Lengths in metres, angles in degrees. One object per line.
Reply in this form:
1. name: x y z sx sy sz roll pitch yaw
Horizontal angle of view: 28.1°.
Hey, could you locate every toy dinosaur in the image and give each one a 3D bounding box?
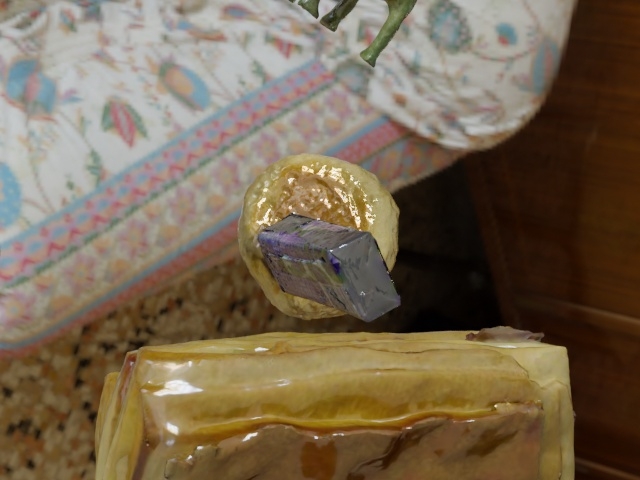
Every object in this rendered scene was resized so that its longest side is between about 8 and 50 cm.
1. toy dinosaur: 0.099 -0.370 1.530 0.301 0.087 0.447 -48 129 10

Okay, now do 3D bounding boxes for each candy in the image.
1. candy: 0.003 0.025 1.403 0.061 0.312 0.088 -30 102 -13

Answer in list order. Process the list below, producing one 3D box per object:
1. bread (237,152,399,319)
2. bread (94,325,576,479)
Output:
1. bread: 0.000 0.000 1.808 0.134 0.244 0.244 39 68 -71
2. bread: -0.013 0.209 0.844 0.314 0.191 0.370 -1 113 -18
